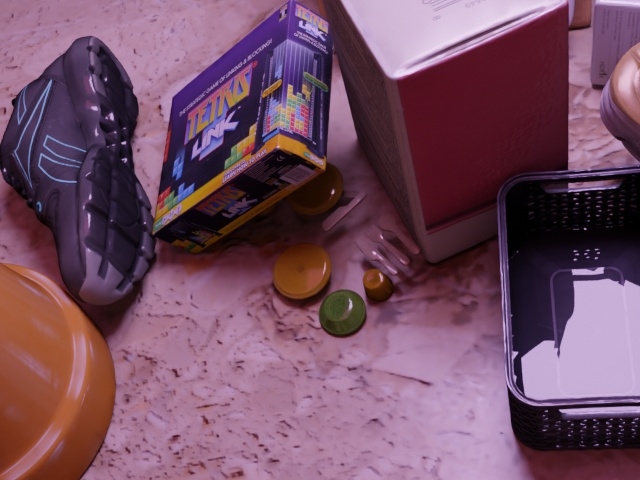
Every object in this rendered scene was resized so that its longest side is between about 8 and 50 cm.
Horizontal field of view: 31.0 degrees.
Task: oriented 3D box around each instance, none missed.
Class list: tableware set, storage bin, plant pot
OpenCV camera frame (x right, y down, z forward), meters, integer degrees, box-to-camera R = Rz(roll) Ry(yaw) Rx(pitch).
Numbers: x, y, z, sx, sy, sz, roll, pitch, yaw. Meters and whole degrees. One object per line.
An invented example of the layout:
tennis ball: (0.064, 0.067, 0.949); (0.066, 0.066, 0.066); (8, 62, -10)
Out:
tableware set: (0.000, 0.000, 0.911); (0.104, 0.024, 0.154); (-43, 62, -5)
storage bin: (0.189, 0.046, 0.805); (0.122, 0.084, 0.180); (-4, 60, 10)
plant pot: (-0.274, 0.083, 0.823); (0.205, 0.188, 0.205); (-5, 58, 9)

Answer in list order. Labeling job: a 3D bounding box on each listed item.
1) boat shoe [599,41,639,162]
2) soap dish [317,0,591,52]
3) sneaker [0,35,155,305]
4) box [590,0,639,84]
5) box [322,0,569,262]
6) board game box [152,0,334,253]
boat shoe: (0.319, -0.036, 0.821); (0.277, 0.096, 0.098); (41, 79, 8)
soap dish: (0.096, -0.300, 0.929); (0.229, 0.290, 0.118); (-4, 39, 11)
sneaker: (-0.204, -0.049, 0.956); (0.106, 0.101, 0.267); (-22, 49, 13)
box: (0.266, -0.188, 0.917); (0.087, 0.102, 0.101); (9, 61, 15)
box: (0.092, -0.118, 0.836); (0.127, 0.232, 0.148); (-24, 58, -3)
board game box: (-0.062, -0.086, 0.904); (0.170, 0.048, 0.141); (-31, 47, 43)
